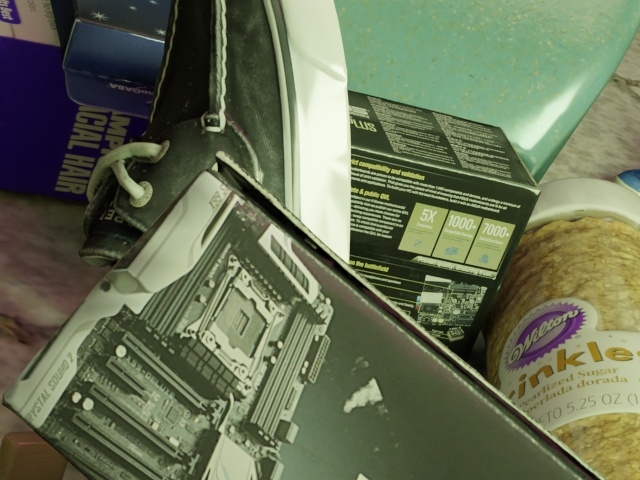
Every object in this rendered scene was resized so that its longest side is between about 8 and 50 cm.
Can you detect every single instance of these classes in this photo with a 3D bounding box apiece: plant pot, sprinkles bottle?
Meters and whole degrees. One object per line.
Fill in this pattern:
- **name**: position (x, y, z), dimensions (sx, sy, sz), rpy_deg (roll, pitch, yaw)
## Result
- **plant pot**: position (0.073, -0.134, 1.033), dimensions (0.247, 0.247, 0.252), rpy_deg (19, 58, -5)
- **sprinkles bottle**: position (0.140, 0.089, 0.792), dimensions (0.121, 0.121, 0.355), rpy_deg (18, 25, -5)

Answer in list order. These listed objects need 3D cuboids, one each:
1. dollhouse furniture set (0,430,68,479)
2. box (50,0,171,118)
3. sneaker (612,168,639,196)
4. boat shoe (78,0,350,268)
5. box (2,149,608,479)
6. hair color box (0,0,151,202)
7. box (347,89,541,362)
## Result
- **dollhouse furniture set**: position (-0.105, 0.187, 0.428), dimensions (0.201, 0.152, 0.374), rpy_deg (3, 13, -32)
- **box**: position (-0.087, -0.129, 0.920), dimensions (0.136, 0.037, 0.225), rpy_deg (11, 29, -21)
- **sneaker**: position (0.300, -0.065, 1.268), dimensions (0.152, 0.085, 0.058), rpy_deg (1, 31, -35)
- **boat shoe**: position (-0.053, -0.008, 0.685), dimensions (0.102, 0.301, 0.108), rpy_deg (-1, -1, -24)
- **box**: position (0.048, 0.117, 0.471), dimensions (0.242, 0.076, 0.307), rpy_deg (39, -9, 11)
- **hair color box**: position (-0.225, -0.119, 0.956), dimensions (0.338, 0.110, 0.185), rpy_deg (7, 28, -23)
- **box**: position (0.000, 0.000, 0.836), dimensions (0.180, 0.147, 0.077), rpy_deg (11, 27, -18)
